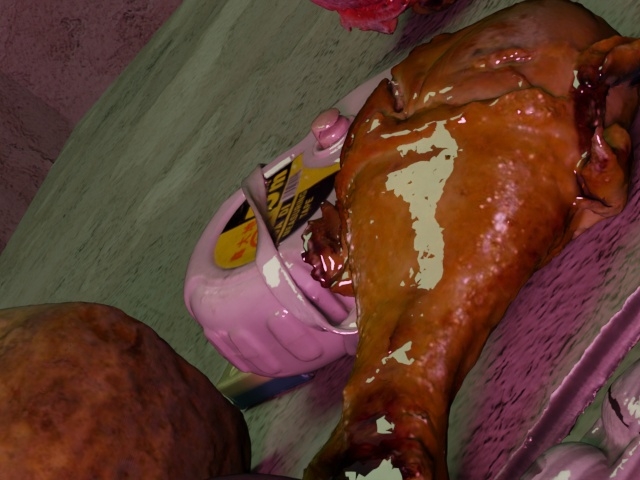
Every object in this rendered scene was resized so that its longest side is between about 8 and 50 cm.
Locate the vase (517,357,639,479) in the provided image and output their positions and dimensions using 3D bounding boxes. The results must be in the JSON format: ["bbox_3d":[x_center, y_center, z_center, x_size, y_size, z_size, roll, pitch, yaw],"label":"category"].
[{"bbox_3d":[0.116,0.099,0.698,0.211,0.060,0.060,-49,14,-4],"label":"vase"}]

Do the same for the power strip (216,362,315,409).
[{"bbox_3d":[-0.033,0.084,1.269,0.123,0.032,0.056,-31,25,58],"label":"power strip"}]

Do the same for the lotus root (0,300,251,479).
[{"bbox_3d":[-0.197,0.222,1.089,0.250,0.250,0.346,-38,25,46],"label":"lotus root"}]

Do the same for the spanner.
[{"bbox_3d":[0.143,0.017,0.726,0.093,0.026,0.325,-39,-16,-50],"label":"spanner"}]

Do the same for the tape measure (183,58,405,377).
[{"bbox_3d":[0.000,0.000,1.165,0.197,0.120,0.236,-25,29,33],"label":"tape measure"}]

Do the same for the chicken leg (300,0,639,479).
[{"bbox_3d":[0.056,0.006,0.950,0.211,0.140,0.361,-14,37,56],"label":"chicken leg"}]

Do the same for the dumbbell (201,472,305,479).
[{"bbox_3d":[-0.037,0.218,0.715,0.152,0.152,0.218,-44,16,32],"label":"dumbbell"}]

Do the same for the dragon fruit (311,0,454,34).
[{"bbox_3d":[0.063,-0.356,1.573,0.291,0.269,0.250,-60,25,-12],"label":"dragon fruit"}]
